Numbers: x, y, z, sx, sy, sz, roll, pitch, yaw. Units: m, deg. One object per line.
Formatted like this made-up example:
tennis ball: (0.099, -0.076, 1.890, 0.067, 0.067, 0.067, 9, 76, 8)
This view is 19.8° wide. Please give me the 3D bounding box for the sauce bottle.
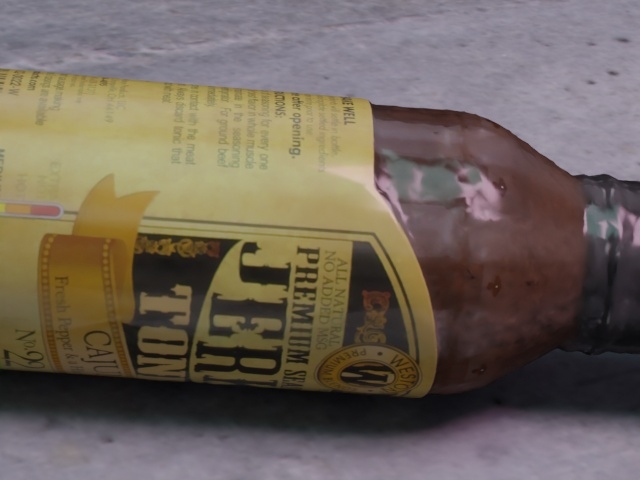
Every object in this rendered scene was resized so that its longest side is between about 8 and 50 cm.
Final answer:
sauce bottle: (0.000, 0.000, 0.664, 0.344, 0.111, 0.111, 3, 31, -2)
